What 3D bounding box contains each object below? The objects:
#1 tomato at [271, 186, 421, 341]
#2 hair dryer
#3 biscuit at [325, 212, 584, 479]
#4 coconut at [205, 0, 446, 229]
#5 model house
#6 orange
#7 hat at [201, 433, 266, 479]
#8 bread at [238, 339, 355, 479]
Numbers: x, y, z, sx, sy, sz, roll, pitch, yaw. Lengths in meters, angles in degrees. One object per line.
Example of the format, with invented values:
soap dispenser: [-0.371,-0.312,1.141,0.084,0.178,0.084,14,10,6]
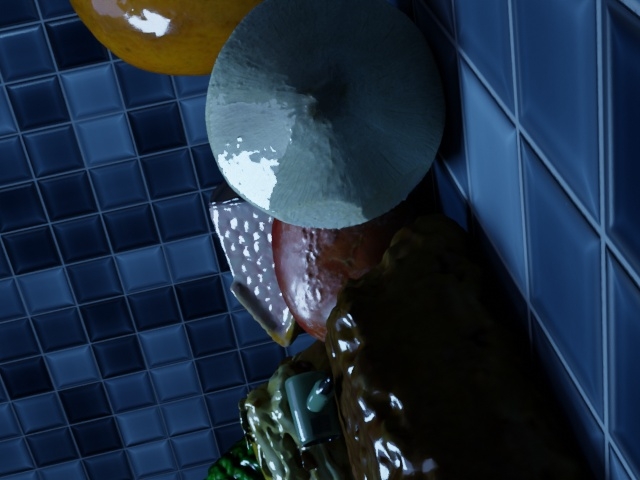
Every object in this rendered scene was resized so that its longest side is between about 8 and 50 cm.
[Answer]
tomato: [0.037,0.012,1.309,0.232,0.188,0.232,-8,-90,-85]
hair dryer: [0.002,0.155,1.087,0.150,0.047,0.071,115,142,-67]
biscuit: [0.120,0.221,1.032,0.395,0.166,0.342,-109,5,-50]
coconut: [0.003,-0.128,1.095,0.266,0.237,0.237,160,97,-85]
model house: [0.000,0.000,1.583,0.202,0.237,0.237,-57,-46,-64]
orange: [-0.189,-0.452,1.647,0.326,0.424,0.424,3,-107,-66]
hat: [-0.011,0.423,1.653,0.332,0.274,0.242,17,133,53]
bread: [0.031,0.254,1.361,0.277,0.167,0.324,59,-153,-2]
